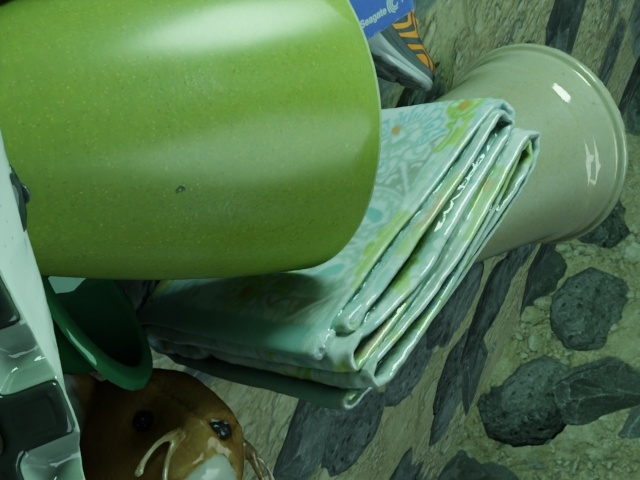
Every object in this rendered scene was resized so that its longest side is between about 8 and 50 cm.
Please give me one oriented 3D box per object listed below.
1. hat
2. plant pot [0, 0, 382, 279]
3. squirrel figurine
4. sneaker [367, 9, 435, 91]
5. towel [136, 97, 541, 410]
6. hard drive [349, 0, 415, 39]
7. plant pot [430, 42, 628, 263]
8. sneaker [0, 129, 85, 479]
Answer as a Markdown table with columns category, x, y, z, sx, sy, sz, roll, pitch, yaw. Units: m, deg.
| category | x | y | z | sx | sy | sz | roll | pitch | yaw |
| --- | --- | --- | --- | --- | --- | --- | --- | --- | --- |
| hat | -0.276 | 0.087 | 0.713 | 0.183 | 0.173 | 0.208 | -32 | 127 | 3 |
| plant pot | -0.154 | -0.079 | 0.621 | 0.293 | 0.275 | 0.274 | -15 | 125 | -38 |
| squirrel figurine | -0.204 | 0.310 | 0.769 | 0.281 | 0.397 | 0.370 | 17 | 65 | -35 |
| sneaker | 0.087 | -0.300 | 1.002 | 0.321 | 0.125 | 0.180 | 22 | 92 | -63 |
| towel | 0.000 | 0.000 | 0.834 | 0.320 | 0.374 | 0.090 | -52 | 121 | -25 |
| hard drive | -0.017 | -0.327 | 0.771 | 0.210 | 0.040 | 0.318 | -39 | 128 | -32 |
| plant pot | 0.235 | -0.100 | 1.262 | 0.305 | 0.334 | 0.334 | -27 | 134 | -38 |
| sneaker | -0.213 | 0.002 | 0.440 | 0.122 | 0.146 | 0.330 | -14 | 91 | -17 |
